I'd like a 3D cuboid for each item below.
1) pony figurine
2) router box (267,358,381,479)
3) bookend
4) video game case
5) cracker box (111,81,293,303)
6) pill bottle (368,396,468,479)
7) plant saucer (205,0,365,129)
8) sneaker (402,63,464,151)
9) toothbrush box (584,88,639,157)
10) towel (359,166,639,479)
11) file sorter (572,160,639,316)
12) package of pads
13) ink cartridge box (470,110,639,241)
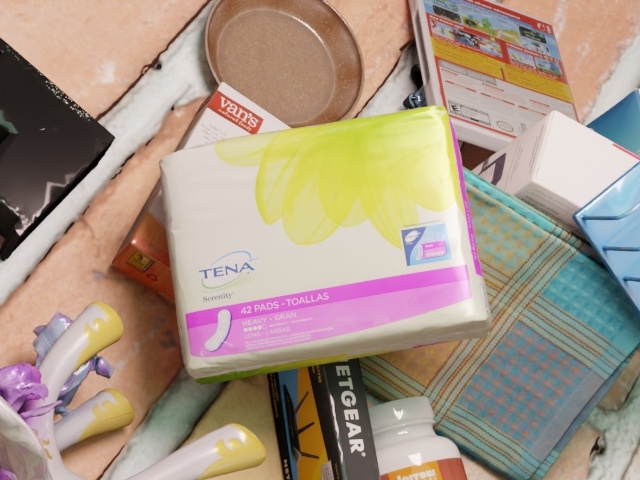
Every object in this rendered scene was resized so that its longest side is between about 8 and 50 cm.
[{"bbox_3d":[-0.259,0.209,1.336,0.351,0.303,0.363,42,37,-1],"label":"pony figurine"},{"bbox_3d":[0.000,0.181,1.541,0.046,0.133,0.179,0,68,-27],"label":"router box"},{"bbox_3d":[-0.320,-0.092,1.537,0.156,0.072,0.157,41,58,-4],"label":"bookend"},{"bbox_3d":[0.209,-0.199,1.814,0.204,0.025,0.285,16,41,-19],"label":"video game case"},{"bbox_3d":[-0.098,-0.033,1.615,0.156,0.067,0.232,33,56,-12],"label":"cracker box"},{"bbox_3d":[0.097,0.275,1.556,0.121,0.121,0.216,-7,72,-29],"label":"pill bottle"},{"bbox_3d":[-0.045,-0.205,1.745,0.198,0.036,0.198,11,63,-22],"label":"plant saucer"},{"bbox_3d":[0.129,-0.142,1.799,0.073,0.063,0.162,10,55,-12],"label":"sneaker"},{"bbox_3d":[0.469,-0.027,1.872,0.216,0.126,0.295,0,70,-27],"label":"toothbrush box"},{"bbox_3d":[0.153,0.076,1.615,0.370,0.271,0.040,31,16,-11],"label":"towel"},{"bbox_3d":[0.365,0.008,1.542,0.118,0.104,0.170,-38,100,-12],"label":"file sorter"},{"bbox_3d":[0.000,0.000,1.473,0.296,0.101,0.229,-10,74,5],"label":"package of pads"},{"bbox_3d":[0.255,-0.025,1.697,0.172,0.237,0.100,27,62,-14],"label":"ink cartridge box"}]
